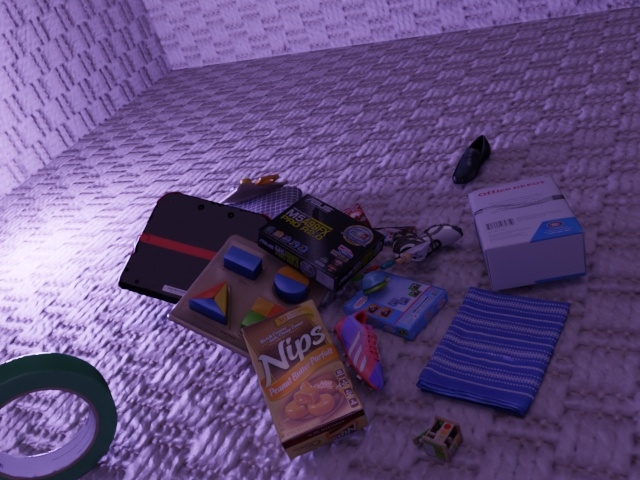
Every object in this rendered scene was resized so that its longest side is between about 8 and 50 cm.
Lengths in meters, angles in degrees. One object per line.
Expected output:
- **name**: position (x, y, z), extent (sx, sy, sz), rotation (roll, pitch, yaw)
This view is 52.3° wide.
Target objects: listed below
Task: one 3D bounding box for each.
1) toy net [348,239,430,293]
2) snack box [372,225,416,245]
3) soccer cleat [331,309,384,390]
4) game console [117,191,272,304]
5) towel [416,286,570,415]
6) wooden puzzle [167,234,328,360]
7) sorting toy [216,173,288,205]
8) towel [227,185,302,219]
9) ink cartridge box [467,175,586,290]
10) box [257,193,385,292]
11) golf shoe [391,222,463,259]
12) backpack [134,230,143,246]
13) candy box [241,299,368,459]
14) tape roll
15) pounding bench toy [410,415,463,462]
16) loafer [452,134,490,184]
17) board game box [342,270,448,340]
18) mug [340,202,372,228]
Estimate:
- **toy net**: position (0.191, 0.069, 1.694), extent (0.232, 0.045, 0.122), rotation (-27, 2, -18)
- **snack box**: position (0.186, -0.012, 1.898), extent (0.178, 0.022, 0.064), rotation (-2, 38, 26)
- **soccer cleat**: position (0.100, 0.246, 1.497), extent (0.095, 0.083, 0.248), rotation (-40, 28, 3)
- **game console**: position (-0.344, 0.037, 1.880), extent (0.387, 0.060, 0.341), rotation (14, 65, 10)
- **towel**: position (0.380, 0.227, 1.428), extent (0.243, 0.040, 0.336), rotation (7, 41, 34)
- **wooden puzzle**: position (-0.172, 0.135, 1.690), extent (0.322, 0.080, 0.347), rotation (23, 48, 14)
- **sorting toy**: position (-0.230, -0.169, 2.153), extent (0.196, 0.047, 0.348), rotation (-10, -10, -37)
- **towel**: position (-0.190, -0.058, 2.074), extent (0.284, 0.121, 0.235), rotation (-14, 32, 8)
- **ink cartridge box**: position (0.508, -0.025, 1.632), extent (0.223, 0.128, 0.307), rotation (-12, 28, 11)
- **box**: position (0.000, 0.000, 1.742), extent (0.270, 0.060, 0.216), rotation (31, 50, 26)
- **golf shoe**: position (0.291, 0.015, 1.770), extent (0.198, 0.077, 0.093), rotation (-13, 43, 22)
- **backpack**: position (-0.475, 0.040, 2.012), extent (0.166, 0.188, 0.144), rotation (-38, 37, -28)
- **candy box**: position (-0.041, 0.296, 1.438), extent (0.183, 0.087, 0.316), rotation (-22, 47, -6)
- **tape roll**: position (-0.613, 0.401, 1.421), extent (0.321, 0.321, 0.077), rotation (-30, 35, -16)
- **pounding bench toy**: position (0.225, 0.378, 1.269), extent (0.083, 0.052, 0.065), rotation (10, 43, 38)
- **loafer**: position (0.472, -0.254, 2.058), extent (0.076, 0.078, 0.223), rotation (8, 41, 36)
- **board game box**: position (0.186, 0.157, 1.632), extent (0.212, 0.039, 0.160), rotation (17, 47, 42)
- **mug**: position (0.052, -0.037, 1.899), extent (0.169, 0.113, 0.150), rotation (-29, 30, 2)
